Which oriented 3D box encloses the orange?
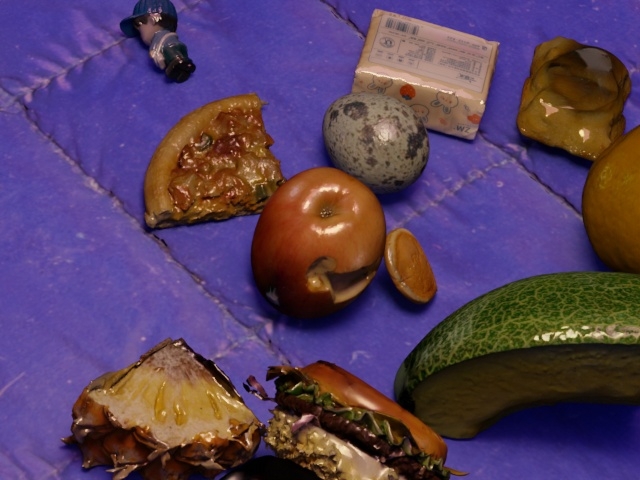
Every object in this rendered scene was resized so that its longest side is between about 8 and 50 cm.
[{"bbox_3d":[0.488,-0.047,2.045,0.279,0.235,0.279,16,17,-5],"label":"orange"}]

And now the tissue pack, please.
[{"bbox_3d":[0.151,-0.240,2.242,0.196,0.092,0.148,15,50,2],"label":"tissue pack"}]

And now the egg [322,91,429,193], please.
[{"bbox_3d":[0.073,-0.138,2.118,0.132,0.132,0.172,-29,52,-29],"label":"egg"}]

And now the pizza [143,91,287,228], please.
[{"bbox_3d":[-0.127,-0.101,2.094,0.197,0.058,0.292,31,52,12],"label":"pizza"}]

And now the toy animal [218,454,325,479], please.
[{"bbox_3d":[-0.086,0.365,1.631,0.212,0.212,0.267,34,53,15],"label":"toy animal"}]

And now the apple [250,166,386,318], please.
[{"bbox_3d":[0.000,0.000,1.961,0.199,0.199,0.199,6,51,-7],"label":"apple"}]

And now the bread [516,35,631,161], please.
[{"bbox_3d":[0.379,-0.216,2.274,0.160,0.088,0.233,14,48,6],"label":"bread"}]

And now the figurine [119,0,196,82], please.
[{"bbox_3d":[-0.225,-0.297,2.222,0.136,0.079,0.077,46,16,29],"label":"figurine"}]

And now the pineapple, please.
[{"bbox_3d":[-0.180,0.205,1.821,0.236,0.114,0.186,9,50,-18],"label":"pineapple"}]

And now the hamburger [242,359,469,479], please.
[{"bbox_3d":[0.034,0.236,1.755,0.261,0.243,0.139,28,80,36],"label":"hamburger"}]

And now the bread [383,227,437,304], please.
[{"bbox_3d":[0.117,0.033,2.020,0.024,0.110,0.110,-24,47,28],"label":"bread"}]

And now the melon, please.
[{"bbox_3d":[0.272,0.143,1.897,0.343,0.226,0.331,4,12,-9],"label":"melon"}]
